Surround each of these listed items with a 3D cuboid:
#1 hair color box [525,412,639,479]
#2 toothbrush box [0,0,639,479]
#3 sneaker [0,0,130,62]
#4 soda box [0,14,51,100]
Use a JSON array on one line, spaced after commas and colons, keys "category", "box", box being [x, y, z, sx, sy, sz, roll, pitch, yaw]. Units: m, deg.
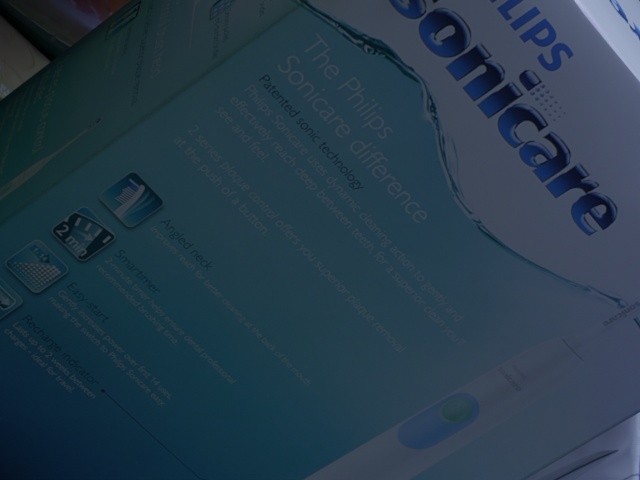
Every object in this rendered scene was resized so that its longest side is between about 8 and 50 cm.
[{"category": "hair color box", "box": [0.071, 0.215, 0.635, 0.110, 0.185, 0.339, 52, 21, -10]}, {"category": "toothbrush box", "box": [0.000, 0.000, 0.641, 0.216, 0.295, 0.126, 45, 23, -26]}, {"category": "sneaker", "box": [-0.101, -0.084, 0.820, 0.302, 0.121, 0.108, 34, 41, -24]}, {"category": "soda box", "box": [-0.109, -0.017, 0.763, 0.181, 0.058, 0.061, 44, 23, -28]}]
